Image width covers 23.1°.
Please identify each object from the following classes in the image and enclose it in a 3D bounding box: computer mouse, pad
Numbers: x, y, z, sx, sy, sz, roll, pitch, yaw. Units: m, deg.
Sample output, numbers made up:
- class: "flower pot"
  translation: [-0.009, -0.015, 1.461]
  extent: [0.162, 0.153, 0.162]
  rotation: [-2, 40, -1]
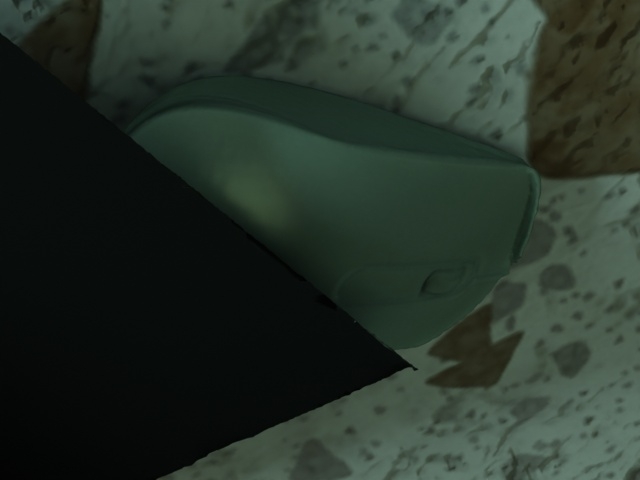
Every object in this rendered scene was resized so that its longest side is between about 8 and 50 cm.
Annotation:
- class: "computer mouse"
  translation: [0.000, 0.000, 0.714]
  extent: [0.231, 0.079, 0.128]
  rotation: [11, 126, -29]
- class: "pad"
  translation: [-0.165, 0.006, 0.651]
  extent: [0.248, 0.007, 0.367]
  rotation: [-25, 132, 31]
